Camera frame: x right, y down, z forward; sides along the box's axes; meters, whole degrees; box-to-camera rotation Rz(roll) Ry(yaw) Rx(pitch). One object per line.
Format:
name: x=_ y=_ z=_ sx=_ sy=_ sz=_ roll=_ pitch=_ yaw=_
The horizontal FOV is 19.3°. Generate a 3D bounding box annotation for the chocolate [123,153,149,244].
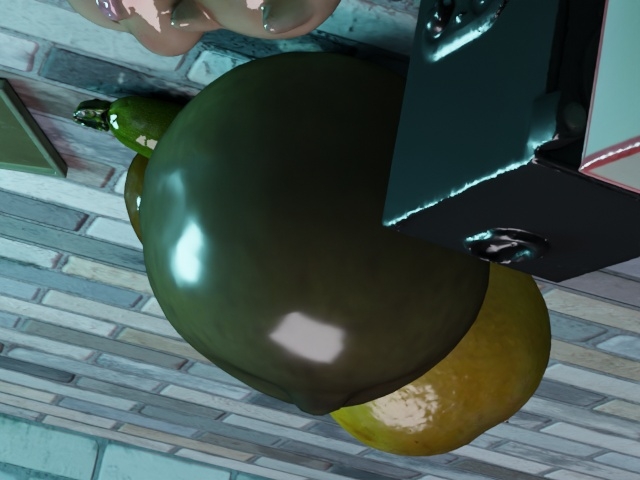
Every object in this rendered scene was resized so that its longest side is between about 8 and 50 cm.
chocolate: x=-0.148 y=-0.038 z=2.016 sx=0.127 sy=0.133 sz=0.124 roll=0 pitch=156 yaw=23

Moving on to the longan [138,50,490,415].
longan: x=0.000 y=0.000 z=1.730 sx=0.361 sy=0.360 sz=0.361 roll=10 pitch=162 yaw=3

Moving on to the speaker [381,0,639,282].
speaker: x=0.188 y=-0.112 z=1.427 sx=0.184 sy=0.232 sz=0.254 roll=18 pitch=162 yaw=-23

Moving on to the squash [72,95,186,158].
squash: x=-0.096 y=-0.086 z=1.933 sx=0.319 sy=0.071 sz=0.080 roll=17 pitch=162 yaw=-18

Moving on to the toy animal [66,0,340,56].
toy animal: x=-0.091 y=-0.220 z=1.404 sx=0.250 sy=0.166 sz=0.154 roll=7 pitch=-154 yaw=31

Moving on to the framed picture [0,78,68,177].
framed picture: x=-0.395 y=-0.130 z=2.072 sx=0.184 sy=0.016 sz=0.250 roll=8 pitch=161 yaw=12

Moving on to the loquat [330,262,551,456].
loquat: x=0.110 y=0.099 z=2.108 sx=0.275 sy=0.274 sz=0.275 roll=10 pitch=162 yaw=3

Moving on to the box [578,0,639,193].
box: x=0.363 y=-0.166 z=1.035 sx=0.300 sy=0.312 sz=0.314 roll=17 pitch=162 yaw=-23
